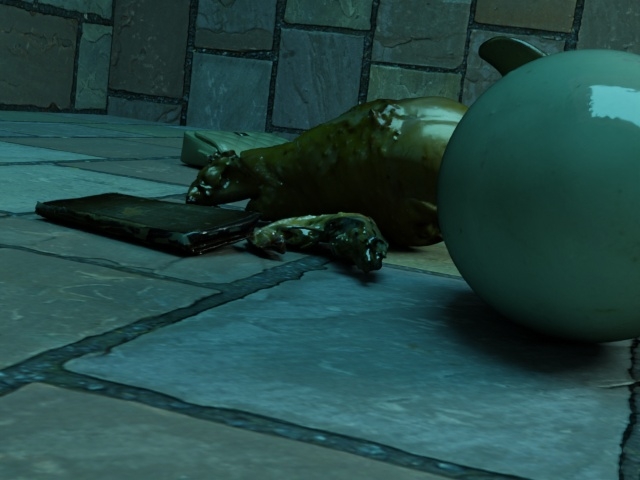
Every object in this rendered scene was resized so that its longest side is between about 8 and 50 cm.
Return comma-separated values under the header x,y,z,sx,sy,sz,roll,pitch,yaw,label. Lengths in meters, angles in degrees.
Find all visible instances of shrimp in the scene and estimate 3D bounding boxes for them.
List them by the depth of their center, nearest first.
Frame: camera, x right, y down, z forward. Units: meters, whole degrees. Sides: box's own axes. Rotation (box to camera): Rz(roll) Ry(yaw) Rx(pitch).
x,y,z,sx,sy,sz,roll,pitch,yaw,label
0.000,0.002,1.012,0.143,0.052,0.251,-7,6,-12,shrimp

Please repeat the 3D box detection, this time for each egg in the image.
x,y,z,sx,sy,sz,roll,pitch,yaw,label
0.208,-0.037,0.799,0.229,0.230,0.371,7,5,-1,egg

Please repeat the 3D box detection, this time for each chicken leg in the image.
x,y,z,sx,sy,sz,roll,pitch,yaw,label
0.033,-0.068,1.244,0.409,0.182,0.295,-7,-4,13,chicken leg

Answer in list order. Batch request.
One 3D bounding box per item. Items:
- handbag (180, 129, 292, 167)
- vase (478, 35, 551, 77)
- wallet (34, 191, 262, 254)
x,y,z,sx,sy,sz,roll,pitch,yaw,label
-0.133,-0.170,1.942,0.256,0.079,0.219,-3,17,-44,handbag
0.408,-0.173,1.632,0.329,0.303,0.241,12,9,24,vase
-0.185,-0.021,1.040,0.232,0.031,0.122,10,14,34,wallet
